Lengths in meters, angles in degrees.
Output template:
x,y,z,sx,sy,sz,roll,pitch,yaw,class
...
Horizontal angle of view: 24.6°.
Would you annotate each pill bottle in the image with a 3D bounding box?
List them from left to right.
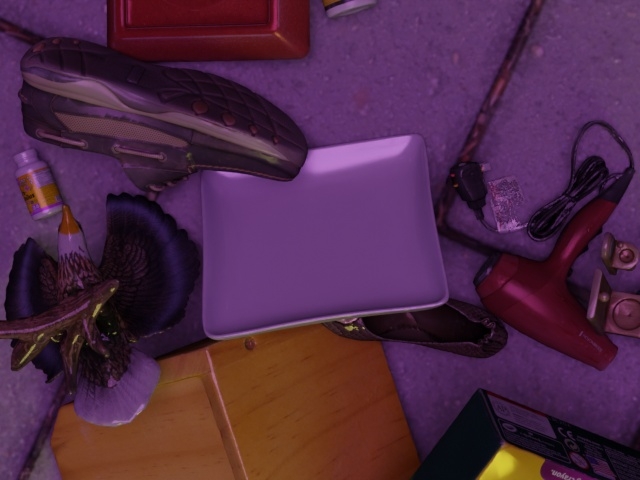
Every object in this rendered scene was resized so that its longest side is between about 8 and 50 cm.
x,y,z,sx,sy,sz,roll,pitch,yaw,class
-0.347,-0.069,1.798,0.043,0.043,0.083,-22,91,4,pill bottle
0.023,-0.330,1.753,0.065,0.065,0.116,-16,92,4,pill bottle

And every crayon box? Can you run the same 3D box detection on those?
x,y,z,sx,sy,sz,roll,pitch,yaw,class
0.244,0.362,1.646,0.363,0.106,0.313,24,114,-25,crayon box

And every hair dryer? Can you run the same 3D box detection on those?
x,y,z,sx,sy,sz,roll,pitch,yaw,class
0.289,0.017,1.750,0.224,0.080,0.293,-14,93,3,hair dryer

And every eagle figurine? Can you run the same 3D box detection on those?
x,y,z,sx,sy,sz,roll,pitch,yaw,class
-0.267,0.061,1.683,0.226,0.298,0.225,21,96,-4,eagle figurine

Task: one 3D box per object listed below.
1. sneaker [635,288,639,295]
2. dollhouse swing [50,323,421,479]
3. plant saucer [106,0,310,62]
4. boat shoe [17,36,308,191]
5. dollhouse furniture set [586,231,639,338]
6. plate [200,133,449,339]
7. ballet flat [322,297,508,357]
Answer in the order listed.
x,y,z,sx,sy,sz,roll,pitch,yaw,class
0.477,0.137,1.747,0.091,0.094,0.258,-41,80,8,sneaker
-0.100,0.285,1.796,0.315,0.305,0.346,-20,92,-37,dollhouse swing
-0.143,-0.344,1.747,0.259,0.048,0.259,1,93,14,plant saucer
-0.191,-0.134,1.760,0.356,0.132,0.130,19,119,2,boat shoe
0.394,0.040,1.661,0.151,0.123,0.144,9,80,19,dollhouse furniture set
0.000,0.000,1.713,0.278,0.045,0.277,-8,48,3,plate
0.111,0.092,1.736,0.250,0.058,0.084,16,84,-18,ballet flat
